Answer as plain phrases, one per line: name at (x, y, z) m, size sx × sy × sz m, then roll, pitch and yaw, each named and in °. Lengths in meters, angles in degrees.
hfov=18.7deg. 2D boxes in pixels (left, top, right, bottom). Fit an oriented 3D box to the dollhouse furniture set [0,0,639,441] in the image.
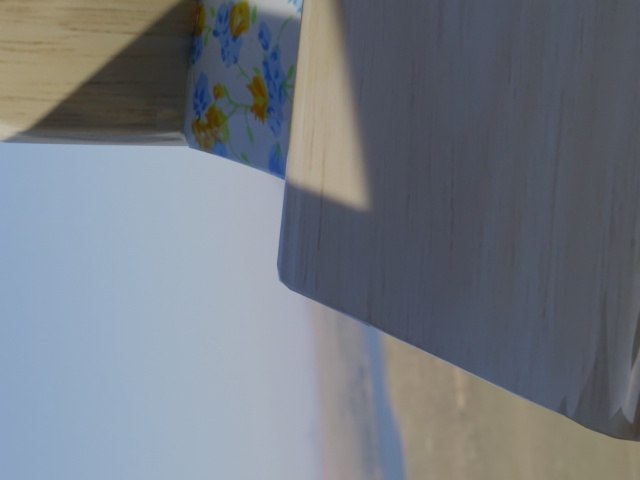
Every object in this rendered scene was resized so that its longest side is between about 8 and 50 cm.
dollhouse furniture set at (0.000, 0.000, 0.341) m, size 0.362 × 0.256 × 0.394 m, roll 22°, pitch 110°, yaw 55°
